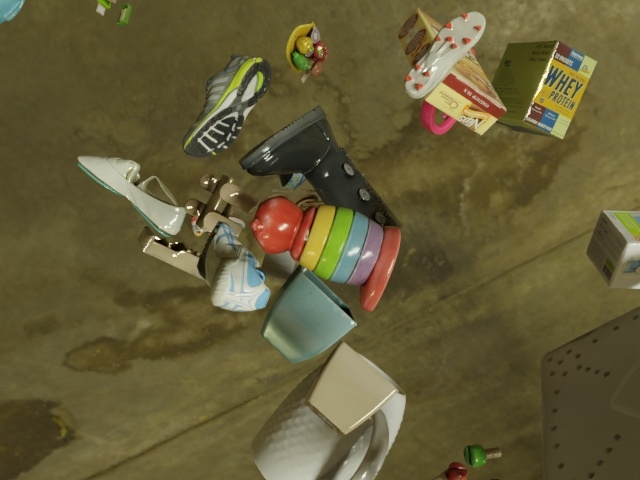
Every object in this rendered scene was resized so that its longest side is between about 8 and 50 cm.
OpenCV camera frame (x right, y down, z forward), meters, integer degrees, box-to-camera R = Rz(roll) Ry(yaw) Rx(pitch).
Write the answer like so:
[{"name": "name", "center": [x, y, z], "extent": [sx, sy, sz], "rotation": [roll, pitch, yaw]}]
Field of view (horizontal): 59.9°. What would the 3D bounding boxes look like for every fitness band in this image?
[{"name": "fitness band", "center": [0.424, -0.491, 1.825], "extent": [0.209, 0.054, 0.290], "rotation": [11, 107, -57]}]

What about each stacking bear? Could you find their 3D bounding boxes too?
[{"name": "stacking bear", "center": [0.000, 0.000, 1.132], "extent": [0.289, 0.175, 0.164], "rotation": [19, 128, -5]}]

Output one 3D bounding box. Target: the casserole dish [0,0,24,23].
[{"name": "casserole dish", "center": [-0.504, -0.428, 0.867], "extent": [0.114, 0.188, 0.037], "rotation": [-28, 159, 24]}]

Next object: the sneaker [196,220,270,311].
[{"name": "sneaker", "center": [-0.135, 0.040, 0.853], "extent": [0.086, 0.237, 0.085], "rotation": [21, 105, -25]}]

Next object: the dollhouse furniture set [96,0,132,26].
[{"name": "dollhouse furniture set", "center": [-0.590, -0.653, 1.509], "extent": [0.076, 0.058, 0.152], "rotation": [-1, 161, 34]}]

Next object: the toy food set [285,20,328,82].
[{"name": "toy food set", "center": [-0.021, -0.530, 1.591], "extent": [0.128, 0.071, 0.218], "rotation": [-54, 163, 0]}]

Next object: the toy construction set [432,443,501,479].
[{"name": "toy construction set", "center": [0.174, 0.529, 0.955], "extent": [0.237, 0.257, 0.309], "rotation": [0, 146, -22]}]

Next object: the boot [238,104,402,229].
[{"name": "boot", "center": [0.022, -0.116, 1.516], "extent": [0.146, 0.367, 0.445], "rotation": [-22, 106, 43]}]

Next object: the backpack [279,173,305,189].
[{"name": "backpack", "center": [-0.097, -0.244, 2.027], "extent": [0.084, 0.114, 0.105], "rotation": [17, 133, -30]}]

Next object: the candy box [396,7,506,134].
[{"name": "candy box", "center": [0.301, -0.405, 1.314], "extent": [0.183, 0.316, 0.087], "rotation": [23, 129, -29]}]

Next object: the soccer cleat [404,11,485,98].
[{"name": "soccer cleat", "center": [0.235, -0.355, 1.071], "extent": [0.196, 0.068, 0.076], "rotation": [-46, 170, 9]}]

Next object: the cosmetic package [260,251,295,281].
[{"name": "cosmetic package", "center": [-0.147, 0.039, 2.178], "extent": [0.127, 0.238, 0.107], "rotation": [18, 166, -1]}]

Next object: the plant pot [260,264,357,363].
[{"name": "plant pot", "center": [-0.062, 0.258, 1.850], "extent": [0.248, 0.247, 0.252], "rotation": [44, 93, -5]}]

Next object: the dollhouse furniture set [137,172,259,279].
[{"name": "dollhouse furniture set", "center": [-0.297, -0.057, 1.318], "extent": [0.161, 0.212, 0.242], "rotation": [30, 90, -28]}]

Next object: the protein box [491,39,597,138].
[{"name": "protein box", "center": [0.554, -0.389, 1.436], "extent": [0.136, 0.200, 0.201], "rotation": [17, 100, -22]}]

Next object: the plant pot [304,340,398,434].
[{"name": "plant pot", "center": [0.035, 0.230, 0.837], "extent": [0.096, 0.109, 0.109], "rotation": [-46, 171, -19]}]

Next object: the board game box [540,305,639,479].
[{"name": "board game box", "center": [0.512, 0.233, 0.832], "extent": [0.050, 0.390, 0.390], "rotation": [43, 124, -8]}]

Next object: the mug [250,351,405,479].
[{"name": "mug", "center": [0.048, 0.453, 1.290], "extent": [0.276, 0.374, 0.328], "rotation": [38, 90, -15]}]

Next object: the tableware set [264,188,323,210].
[{"name": "tableware set", "center": [-0.091, -0.117, 1.816], "extent": [0.194, 0.039, 0.128], "rotation": [-2, 150, -31]}]

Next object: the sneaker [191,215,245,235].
[{"name": "sneaker", "center": [-0.404, -0.055, 2.198], "extent": [0.225, 0.088, 0.092], "rotation": [-1, 94, -32]}]

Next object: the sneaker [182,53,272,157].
[{"name": "sneaker", "center": [-0.247, -0.338, 1.390], "extent": [0.300, 0.121, 0.111], "rotation": [-52, 146, -5]}]

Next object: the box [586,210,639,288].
[{"name": "box", "center": [0.626, 0.017, 1.030], "extent": [0.203, 0.114, 0.103], "rotation": [1, 125, -1]}]

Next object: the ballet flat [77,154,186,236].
[{"name": "ballet flat", "center": [-0.595, -0.178, 1.801], "extent": [0.400, 0.139, 0.139], "rotation": [39, 120, 0]}]
